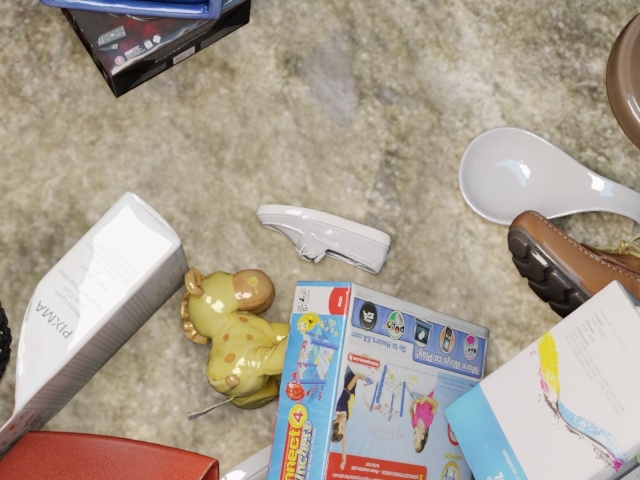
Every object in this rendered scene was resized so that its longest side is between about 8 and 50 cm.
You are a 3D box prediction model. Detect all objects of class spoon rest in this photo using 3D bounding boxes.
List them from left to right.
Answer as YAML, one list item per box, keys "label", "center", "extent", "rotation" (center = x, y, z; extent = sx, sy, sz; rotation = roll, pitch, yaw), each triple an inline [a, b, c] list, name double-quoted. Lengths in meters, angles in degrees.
- label: "spoon rest"
  center: [0.322, -0.070, 1.588]
  extent: [0.276, 0.084, 0.137]
  rotation: [14, 79, -4]

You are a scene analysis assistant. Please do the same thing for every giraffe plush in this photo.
- label: "giraffe plush"
  center: [-0.100, 0.112, 1.479]
  extent: [0.210, 0.181, 0.170]
  rotation: [-16, 70, -25]

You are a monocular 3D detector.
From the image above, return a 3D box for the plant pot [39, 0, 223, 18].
- label: "plant pot"
  center: [-0.226, -0.414, 1.407]
  extent: [0.236, 0.236, 0.212]
  rotation: [5, 75, -4]

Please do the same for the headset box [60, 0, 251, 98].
- label: "headset box"
  center: [-0.260, -0.376, 1.567]
  extent: [0.218, 0.110, 0.293]
  rotation: [-31, 85, -9]

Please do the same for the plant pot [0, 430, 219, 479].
- label: "plant pot"
  center: [-0.282, 0.372, 1.343]
  extent: [0.236, 0.267, 0.267]
  rotation: [22, 46, 18]

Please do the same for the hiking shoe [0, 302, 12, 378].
- label: "hiking shoe"
  center: [-0.472, 0.089, 1.493]
  extent: [0.114, 0.086, 0.227]
  rotation: [-19, 77, 5]

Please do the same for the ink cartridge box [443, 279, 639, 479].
- label: "ink cartridge box"
  center: [0.333, 0.227, 1.396]
  extent: [0.270, 0.198, 0.197]
  rotation: [-41, 42, 17]

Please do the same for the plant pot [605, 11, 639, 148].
- label: "plant pot"
  center: [0.546, -0.239, 1.566]
  extent: [0.263, 0.229, 0.263]
  rotation: [1, 81, -7]

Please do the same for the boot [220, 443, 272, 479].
- label: "boot"
  center: [-0.049, 0.324, 1.477]
  extent: [0.258, 0.095, 0.123]
  rotation: [-32, 78, -11]

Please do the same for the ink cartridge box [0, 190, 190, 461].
- label: "ink cartridge box"
  center: [-0.316, 0.129, 1.377]
  extent: [0.091, 0.308, 0.385]
  rotation: [45, 81, 3]

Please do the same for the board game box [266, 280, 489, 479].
- label: "board game box"
  center: [0.075, 0.226, 1.417]
  extent: [0.086, 0.308, 0.302]
  rotation: [0, 76, 40]

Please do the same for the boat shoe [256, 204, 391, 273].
- label: "boat shoe"
  center: [0.000, 0.000, 1.559]
  extent: [0.184, 0.066, 0.063]
  rotation: [17, 78, -12]

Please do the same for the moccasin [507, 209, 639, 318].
- label: "moccasin"
  center: [0.418, 0.068, 1.546]
  extent: [0.380, 0.139, 0.147]
  rotation: [31, 78, 0]
